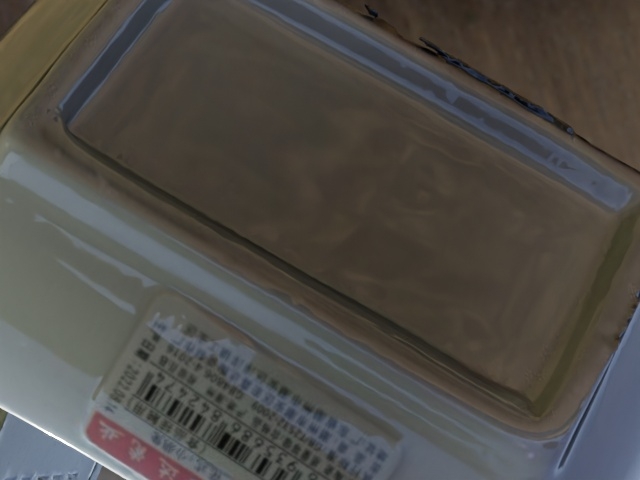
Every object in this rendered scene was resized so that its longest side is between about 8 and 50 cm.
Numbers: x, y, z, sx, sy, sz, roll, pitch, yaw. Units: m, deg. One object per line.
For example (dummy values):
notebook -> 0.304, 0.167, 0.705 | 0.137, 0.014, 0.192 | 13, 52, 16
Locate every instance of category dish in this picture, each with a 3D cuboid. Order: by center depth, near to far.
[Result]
dish -> 0.000, 0.000, 0.429 | 0.151, 0.212, 0.077 | -57, 176, -34

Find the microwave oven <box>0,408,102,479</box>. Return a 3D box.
microwave oven -> -0.205, 0.051, 0.767 | 0.205, 0.129, 0.163 | 23, -179, 16
